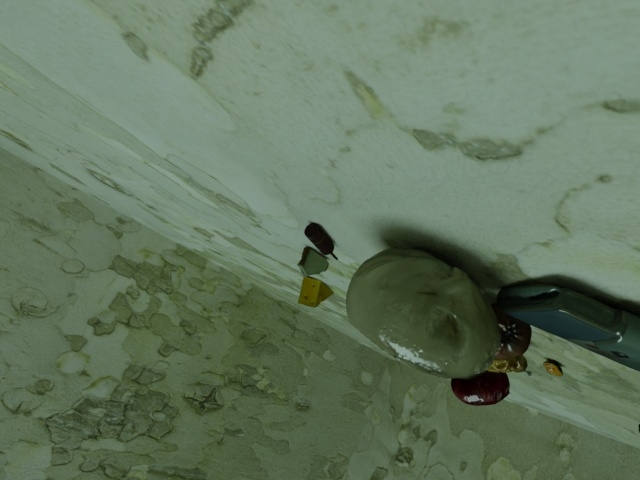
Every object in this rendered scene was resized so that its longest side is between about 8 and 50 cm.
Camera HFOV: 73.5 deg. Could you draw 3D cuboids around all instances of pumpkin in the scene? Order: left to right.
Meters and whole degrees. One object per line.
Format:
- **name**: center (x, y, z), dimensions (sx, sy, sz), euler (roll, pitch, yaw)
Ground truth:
- **pumpkin**: center (0.773, 0.418, 1.421), dimensions (0.050, 0.028, 0.083), euler (4, 146, 50)

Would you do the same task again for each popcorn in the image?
- **popcorn**: center (0.546, 0.343, 1.337), dimensions (0.194, 0.140, 0.163), euler (22, 160, -31)

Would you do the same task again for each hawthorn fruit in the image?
- **hawthorn fruit**: center (0.453, 0.237, 1.096), dimensions (0.149, 0.149, 0.189), euler (19, 164, 22)

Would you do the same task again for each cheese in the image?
- **cheese**: center (-0.012, 0.233, 1.956), dimensions (0.093, 0.126, 0.171), euler (11, 179, 26)

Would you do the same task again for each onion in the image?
- **onion**: center (0.683, 0.599, 1.842), dimensions (0.247, 0.190, 0.246), euler (-6, -173, 1)

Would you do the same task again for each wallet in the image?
- **wallet**: center (0.570, 0.188, 0.866), dimensions (0.361, 0.083, 0.252), euler (23, 171, 1)

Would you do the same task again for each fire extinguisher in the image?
- **fire extinguisher**: center (0.000, 0.000, 1.203), dimensions (0.078, 0.045, 0.157), euler (49, -179, 34)

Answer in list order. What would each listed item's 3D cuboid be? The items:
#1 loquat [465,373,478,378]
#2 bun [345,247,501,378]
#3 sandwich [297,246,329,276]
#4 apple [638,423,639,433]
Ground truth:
- **loquat**: center (0.584, 0.488, 1.734), dimensions (0.152, 0.152, 0.195), euler (19, 180, 20)
- **bun**: center (0.236, 0.149, 0.971), dimensions (0.362, 0.234, 0.326), euler (25, -176, -8)
- **sandwich**: center (-0.023, 0.081, 1.415), dimensions (0.105, 0.093, 0.036), euler (31, 157, -29)
- **apple**: center (1.023, 0.545, 1.194), dimensions (0.189, 0.173, 0.207), euler (9, 168, -18)
